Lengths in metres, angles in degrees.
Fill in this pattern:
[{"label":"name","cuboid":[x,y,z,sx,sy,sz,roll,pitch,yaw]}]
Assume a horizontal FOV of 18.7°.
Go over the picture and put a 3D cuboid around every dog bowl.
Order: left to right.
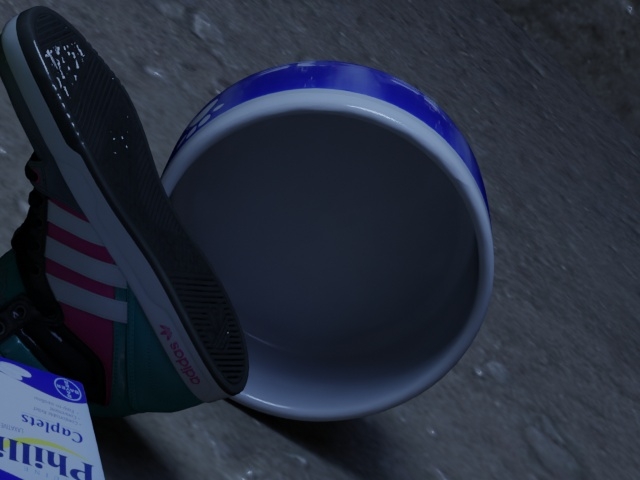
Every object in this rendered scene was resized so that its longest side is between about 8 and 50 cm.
[{"label":"dog bowl","cuboid":[0.000,0.000,1.491,0.265,0.265,0.104,33,22,-11]}]

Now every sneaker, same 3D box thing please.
[{"label":"sneaker","cuboid":[-0.188,0.001,1.328,0.296,0.178,0.124,64,19,-13]}]

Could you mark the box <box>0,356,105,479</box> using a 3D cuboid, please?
[{"label":"box","cuboid":[-0.203,0.138,1.194,0.126,0.072,0.137,21,29,-32]}]
